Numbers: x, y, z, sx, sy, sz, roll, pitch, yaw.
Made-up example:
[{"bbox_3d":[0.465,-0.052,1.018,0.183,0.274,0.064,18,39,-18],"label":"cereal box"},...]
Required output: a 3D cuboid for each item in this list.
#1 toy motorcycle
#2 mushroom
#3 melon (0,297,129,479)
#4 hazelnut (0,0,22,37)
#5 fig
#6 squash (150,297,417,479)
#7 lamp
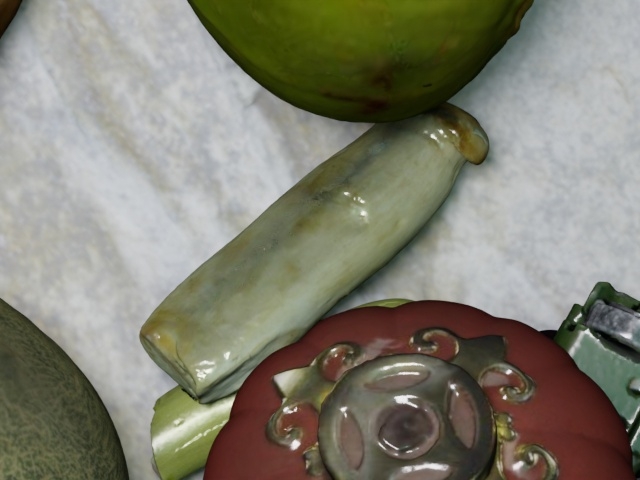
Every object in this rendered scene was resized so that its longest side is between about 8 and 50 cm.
[{"bbox_3d":[0.261,0.168,1.494,0.275,0.127,0.205,29,83,4],"label":"toy motorcycle"},{"bbox_3d":[0.000,0.000,1.478,0.312,0.081,0.100,-43,47,-16],"label":"mushroom"},{"bbox_3d":[-0.278,0.151,1.373,0.248,0.248,0.329,-39,81,-7],"label":"melon"},{"bbox_3d":[-0.316,-0.195,1.427,0.210,0.186,0.210,-2,104,-7],"label":"hazelnut"},{"bbox_3d":[0.014,-0.241,1.413,0.316,0.316,0.316,0,86,-6],"label":"fig"},{"bbox_3d":[-0.017,0.110,1.486,0.250,0.083,0.083,-20,88,-5],"label":"squash"},{"bbox_3d":[0.068,0.185,1.335,0.303,0.257,0.303,-3,58,5],"label":"lamp"}]
